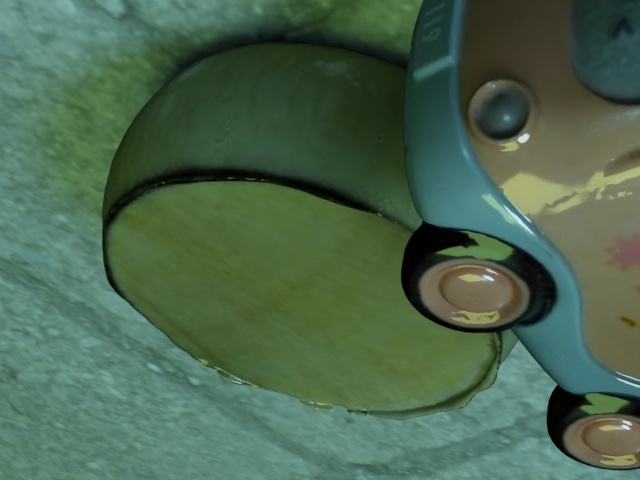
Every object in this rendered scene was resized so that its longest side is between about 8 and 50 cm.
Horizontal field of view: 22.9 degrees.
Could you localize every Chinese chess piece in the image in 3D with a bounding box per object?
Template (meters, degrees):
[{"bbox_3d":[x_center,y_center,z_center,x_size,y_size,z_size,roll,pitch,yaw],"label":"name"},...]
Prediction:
[{"bbox_3d":[0.000,0.000,0.915,0.257,0.104,0.257,15,147,10],"label":"Chinese chess piece"}]

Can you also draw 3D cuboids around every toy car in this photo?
[{"bbox_3d":[0.171,-0.031,0.723,0.212,0.180,0.270,-21,131,32],"label":"toy car"}]
